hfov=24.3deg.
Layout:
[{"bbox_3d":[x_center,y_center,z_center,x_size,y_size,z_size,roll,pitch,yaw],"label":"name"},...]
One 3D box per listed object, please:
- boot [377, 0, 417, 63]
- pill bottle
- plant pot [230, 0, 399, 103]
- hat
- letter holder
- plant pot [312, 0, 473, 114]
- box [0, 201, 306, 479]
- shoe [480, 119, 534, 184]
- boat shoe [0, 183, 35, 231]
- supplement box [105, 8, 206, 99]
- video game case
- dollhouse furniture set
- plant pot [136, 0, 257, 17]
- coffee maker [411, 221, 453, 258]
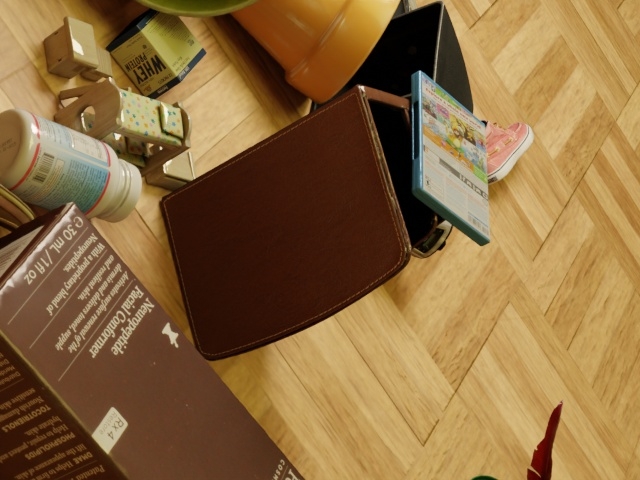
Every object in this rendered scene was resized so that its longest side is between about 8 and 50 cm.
[{"bbox_3d":[0.061,-0.355,2.146,0.236,0.085,0.179,56,33,-31],"label":"boot"},{"bbox_3d":[-0.264,-0.071,1.518,0.160,0.087,0.087,23,50,-45],"label":"pill bottle"},{"bbox_3d":[-0.023,-0.314,1.938,0.188,0.205,0.205,32,41,-15],"label":"plant pot"},{"bbox_3d":[0.291,0.351,1.880,0.208,0.183,0.173,39,40,-31],"label":"hat"},{"bbox_3d":[0.000,0.000,1.628,0.152,0.302,0.214,10,59,-51],"label":"letter holder"},{"bbox_3d":[0.116,-0.185,2.042,0.167,0.187,0.188,53,32,-35],"label":"plant pot"},{"bbox_3d":[-0.195,0.176,1.393,0.381,0.143,0.191,53,34,-17],"label":"box"},{"bbox_3d":[0.278,-0.162,2.334,0.081,0.063,0.178,58,37,-15],"label":"shoe"},{"bbox_3d":[-0.355,-0.043,1.410,0.178,0.064,0.060,31,75,-37],"label":"boat shoe"},{"bbox_3d":[-0.192,-0.224,1.751,0.083,0.056,0.083,52,35,-15],"label":"supplement box"},{"bbox_3d":[0.139,-0.088,1.588,0.119,0.015,0.166,34,43,-35],"label":"video game case"},{"bbox_3d":[-0.198,-0.161,1.657,0.182,0.101,0.161,14,56,-49],"label":"dollhouse furniture set"},{"bbox_3d":[-0.147,-0.435,1.799,0.275,0.275,0.293,50,11,-17],"label":"plant pot"},{"bbox_3d":[0.074,-0.068,1.943,0.178,0.120,0.171,17,53,-48],"label":"coffee maker"}]
